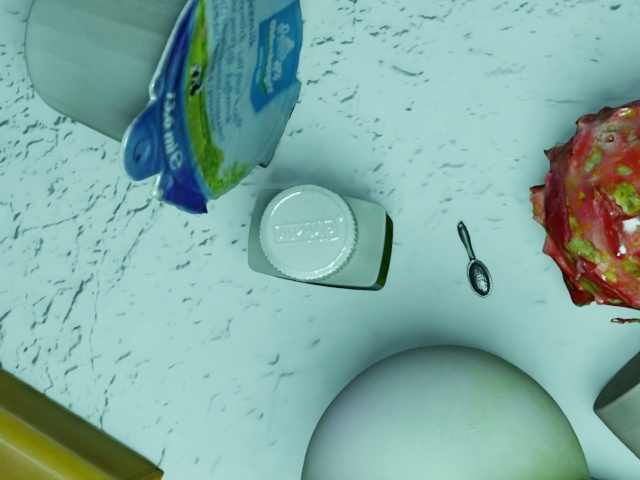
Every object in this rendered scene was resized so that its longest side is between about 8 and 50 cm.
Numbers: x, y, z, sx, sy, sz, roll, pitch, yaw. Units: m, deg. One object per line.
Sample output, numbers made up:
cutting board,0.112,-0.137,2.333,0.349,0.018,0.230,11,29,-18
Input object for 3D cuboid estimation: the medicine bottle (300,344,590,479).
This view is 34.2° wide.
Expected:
medicine bottle,0.104,0.206,0.876,0.235,0.406,0.236,-1,84,8

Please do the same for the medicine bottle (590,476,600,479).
medicine bottle,0.378,0.335,0.957,0.322,0.151,0.151,15,87,8

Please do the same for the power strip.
power strip,0.336,0.135,0.978,0.154,0.154,0.078,-43,82,2

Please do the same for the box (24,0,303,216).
box,-0.175,-0.168,1.029,0.206,0.262,0.291,21,46,24

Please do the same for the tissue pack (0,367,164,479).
tissue pack,-0.334,0.255,1.066,0.274,0.145,0.194,29,88,8

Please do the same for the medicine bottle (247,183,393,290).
medicine bottle,0.000,0.000,1.017,0.132,0.188,0.088,8,86,8

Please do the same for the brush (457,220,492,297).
brush,0.159,0.020,1.085,0.024,0.008,0.083,-19,83,9

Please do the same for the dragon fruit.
dragon fruit,0.309,-0.036,0.942,0.210,0.268,0.205,-16,85,-8
